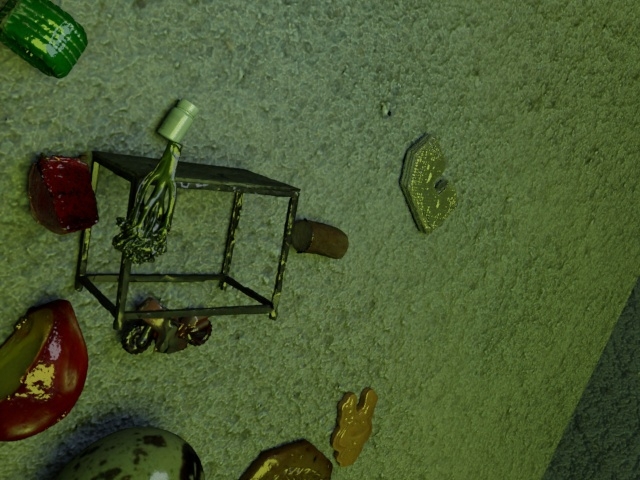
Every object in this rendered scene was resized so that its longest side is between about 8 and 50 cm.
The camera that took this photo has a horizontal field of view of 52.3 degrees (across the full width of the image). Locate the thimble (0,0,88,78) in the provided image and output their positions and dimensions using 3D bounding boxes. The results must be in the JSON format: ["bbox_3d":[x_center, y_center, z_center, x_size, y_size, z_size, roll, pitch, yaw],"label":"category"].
[{"bbox_3d":[-0.443,-0.327,1.029,0.090,0.118,0.130,-58,150,-11],"label":"thimble"}]

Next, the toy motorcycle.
[{"bbox_3d":[-0.308,0.172,1.351,0.213,0.084,0.118,1,105,-47],"label":"toy motorcycle"}]

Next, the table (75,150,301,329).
[{"bbox_3d":[-0.253,-0.001,1.236,0.335,0.222,0.272,2,104,-39],"label":"table"}]

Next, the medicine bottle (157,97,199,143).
[{"bbox_3d":[-0.272,-0.227,1.249,0.047,0.047,0.083,38,81,-41],"label":"medicine bottle"}]

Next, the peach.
[{"bbox_3d":[-0.504,0.244,1.180,0.267,0.159,0.154,-53,137,-13],"label":"peach"}]

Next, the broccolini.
[{"bbox_3d":[-0.261,-0.058,1.034,0.091,0.068,0.202,24,80,-13],"label":"broccolini"}]

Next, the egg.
[{"bbox_3d":[-0.401,0.541,1.281,0.379,0.288,0.287,-36,126,-13],"label":"egg"}]

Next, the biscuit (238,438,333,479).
[{"bbox_3d":[-0.106,0.698,1.740,0.359,0.046,0.359,-16,116,-35],"label":"biscuit"}]

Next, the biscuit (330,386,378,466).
[{"bbox_3d":[0.092,0.533,1.846,0.144,0.040,0.236,0,104,-33],"label":"biscuit"}]

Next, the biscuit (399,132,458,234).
[{"bbox_3d":[0.287,-0.146,1.731,0.147,0.046,0.250,-41,128,-19],"label":"biscuit"}]

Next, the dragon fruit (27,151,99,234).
[{"bbox_3d":[-0.454,-0.071,1.142,0.102,0.096,0.147,-7,77,-43],"label":"dragon fruit"}]

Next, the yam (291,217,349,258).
[{"bbox_3d":[-0.002,-0.002,1.535,0.127,0.084,0.084,13,98,-45],"label":"yam"}]
